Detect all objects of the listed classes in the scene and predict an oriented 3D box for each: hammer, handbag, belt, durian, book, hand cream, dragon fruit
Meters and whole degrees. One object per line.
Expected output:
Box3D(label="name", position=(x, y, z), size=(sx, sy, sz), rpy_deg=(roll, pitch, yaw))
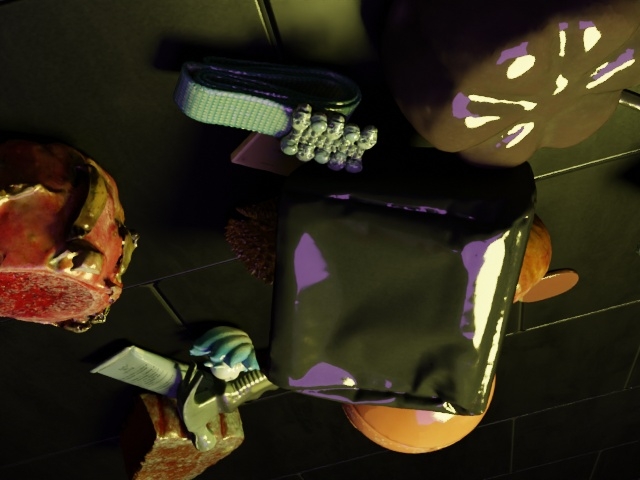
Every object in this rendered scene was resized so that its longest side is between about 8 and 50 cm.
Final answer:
Box3D(label="hammer", position=(-0.112, 0.225, 1.387), size=(0.226, 0.041, 0.159), rpy_deg=(-22, 129, -16))
Box3D(label="handbag", position=(0.073, 0.033, 0.973), size=(0.274, 0.178, 0.302), rpy_deg=(9, 128, 7))
Box3D(label="belt", position=(-0.044, -0.121, 0.831), size=(0.179, 0.100, 0.065), rpy_deg=(3, 142, -22))
Box3D(label="durian", position=(0.000, 0.000, 1.054), size=(0.208, 0.102, 0.146), rpy_deg=(-24, 143, 11))
Box3D(label="book", position=(-0.031, -0.096, 0.958), size=(0.111, 0.014, 0.077), rpy_deg=(12, 141, -37))
Box3D(label="hand cream", position=(-0.227, 0.213, 1.366), size=(0.088, 0.055, 0.256), rpy_deg=(-28, 145, 27))
Box3D(label="dragon fruit", position=(-0.284, 0.010, 0.908), size=(0.211, 0.147, 0.282), rpy_deg=(-28, 146, 23))

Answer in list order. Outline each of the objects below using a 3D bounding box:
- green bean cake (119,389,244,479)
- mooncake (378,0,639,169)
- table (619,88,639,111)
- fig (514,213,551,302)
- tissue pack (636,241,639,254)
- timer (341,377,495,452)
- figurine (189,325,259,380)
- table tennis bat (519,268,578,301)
Box3D(label="green bean cake", position=(-0.258, 0.334, 1.513), size=(0.198, 0.097, 0.232), rpy_deg=(9, 143, -36))
Box3D(label="mooncake", position=(0.181, -0.171, 0.811), size=(0.244, 0.133, 0.245), rpy_deg=(-17, 152, -9))
Box3D(label="table", position=(0.451, -0.154, 0.885), size=(0.249, 0.317, 0.317), rpy_deg=(25, 135, -28))
Box3D(label="fig", position=(0.181, 0.006, 1.101), size=(0.202, 0.148, 0.149), rpy_deg=(26, 108, -9))
Box3D(label="tissue pack", position=(0.572, -0.060, 1.105), size=(0.228, 0.103, 0.315), rpy_deg=(-18, 162, -49))
Box3D(label="timer", position=(0.136, 0.192, 1.304), size=(0.229, 0.230, 0.215), rpy_deg=(-1, 157, -20))
Box3D(label="figurine", position=(-0.142, 0.163, 1.287), size=(0.114, 0.079, 0.114), rpy_deg=(17, -176, -1))
Box3D(label="table tennis bat", position=(0.329, 0.079, 1.405), size=(0.156, 0.013, 0.087), rpy_deg=(-17, 152, 3))
